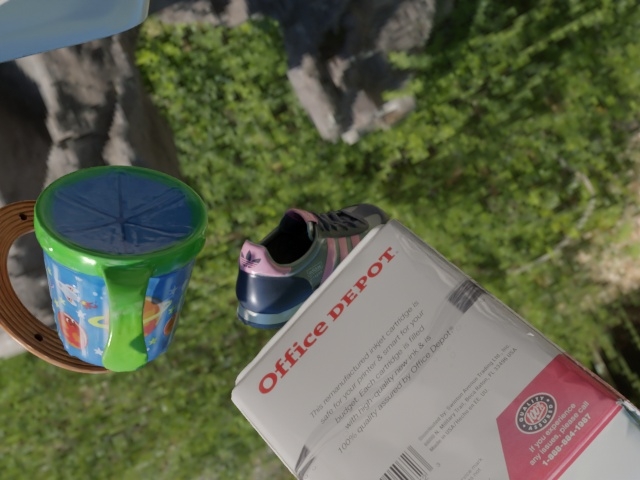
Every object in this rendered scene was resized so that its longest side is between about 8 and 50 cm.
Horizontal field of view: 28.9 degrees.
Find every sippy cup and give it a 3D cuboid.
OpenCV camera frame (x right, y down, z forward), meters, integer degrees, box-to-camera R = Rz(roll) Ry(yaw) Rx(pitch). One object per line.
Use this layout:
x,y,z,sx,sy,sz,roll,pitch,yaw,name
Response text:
-0.280,0.048,1.726,0.305,0.240,0.224,-49,154,-51,sippy cup

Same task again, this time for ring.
-0.412,0.076,2.010,0.336,0.336,0.032,-6,149,-50,ring

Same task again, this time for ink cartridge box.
0.091,0.141,0.958,0.207,0.283,0.117,-47,133,-1,ink cartridge box

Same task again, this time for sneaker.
0.000,0.000,1.751,0.319,0.112,0.131,-39,137,-45,sneaker

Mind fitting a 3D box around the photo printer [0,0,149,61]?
-0.330,-0.310,1.272,0.307,0.107,0.256,-15,119,-12,photo printer
